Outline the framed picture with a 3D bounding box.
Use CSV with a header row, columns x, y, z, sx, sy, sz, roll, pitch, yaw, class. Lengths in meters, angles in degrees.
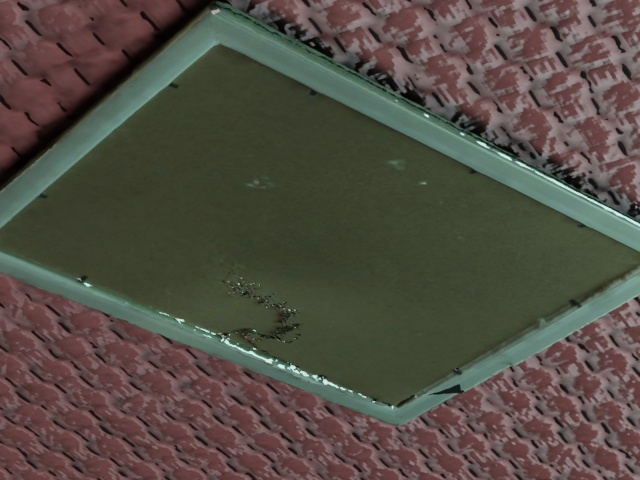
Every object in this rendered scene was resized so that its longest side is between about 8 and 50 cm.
x,y,z,sx,sy,sz,roll,pitch,yaw,class
0.000,0.000,0.883,0.273,0.016,0.216,25,139,-31,framed picture
